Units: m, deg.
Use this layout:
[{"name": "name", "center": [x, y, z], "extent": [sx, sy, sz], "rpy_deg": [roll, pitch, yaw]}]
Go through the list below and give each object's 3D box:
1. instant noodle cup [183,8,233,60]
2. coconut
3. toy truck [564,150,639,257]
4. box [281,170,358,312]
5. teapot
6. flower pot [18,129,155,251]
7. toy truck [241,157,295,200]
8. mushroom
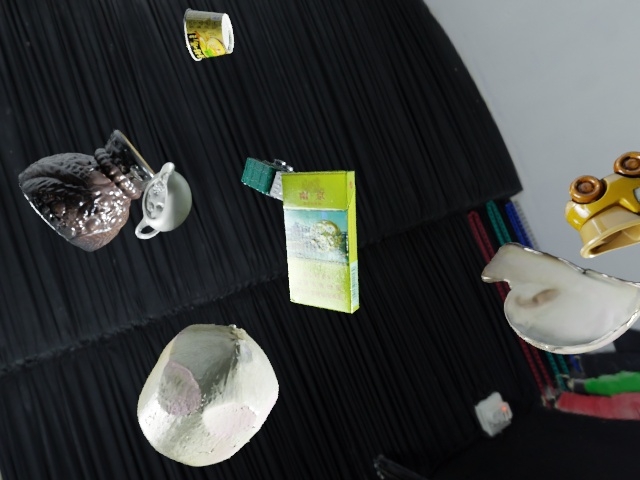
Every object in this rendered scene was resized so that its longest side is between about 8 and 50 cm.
[{"name": "instant noodle cup", "center": [-0.358, -0.667, 1.304], "extent": [0.122, 0.152, 0.151], "rpy_deg": [2, 177, 7]}, {"name": "coconut", "center": [-0.189, 0.261, 0.719], "extent": [0.230, 0.227, 0.227], "rpy_deg": [-49, 164, 19]}, {"name": "toy truck", "center": [0.861, -0.099, 1.181], "extent": [0.288, 0.212, 0.204], "rpy_deg": [-28, 149, 16]}, {"name": "box", "center": [0.000, 0.000, 0.985], "extent": [0.187, 0.335, 0.047], "rpy_deg": [5, -166, 33]}, {"name": "teapot", "center": [-0.374, -0.087, 0.975], "extent": [0.092, 0.145, 0.226], "rpy_deg": [9, 124, -51]}, {"name": "flower pot", "center": [-0.595, -0.146, 1.091], "extent": [0.267, 0.267, 0.266], "rpy_deg": [-37, 177, -10]}, {"name": "toy truck", "center": [-0.134, -0.179, 1.205], "extent": [0.124, 0.114, 0.253], "rpy_deg": [6, -163, -42]}, {"name": "mushroom", "center": [0.411, 0.126, 0.709], "extent": [0.236, 0.162, 0.173], "rpy_deg": [25, 169, 44]}]
